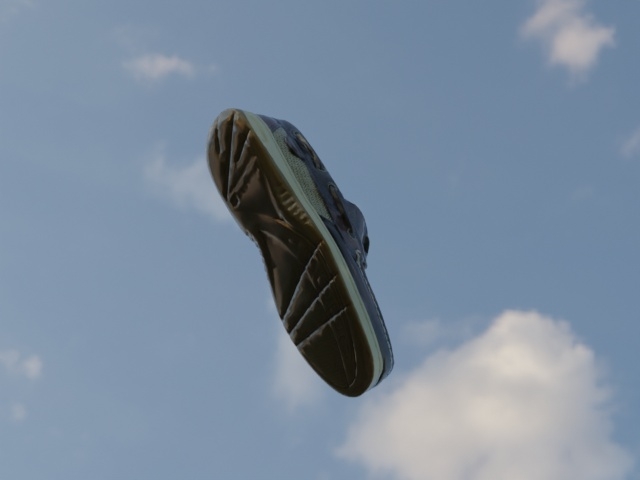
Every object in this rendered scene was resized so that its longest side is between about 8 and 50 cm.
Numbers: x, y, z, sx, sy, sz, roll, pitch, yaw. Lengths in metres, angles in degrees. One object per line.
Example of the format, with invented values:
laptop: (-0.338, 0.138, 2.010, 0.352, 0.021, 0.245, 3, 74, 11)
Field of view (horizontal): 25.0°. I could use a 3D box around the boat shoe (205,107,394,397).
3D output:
boat shoe: (-0.001, 0.000, 0.983, 0.073, 0.223, 0.080, -11, -29, -38)
